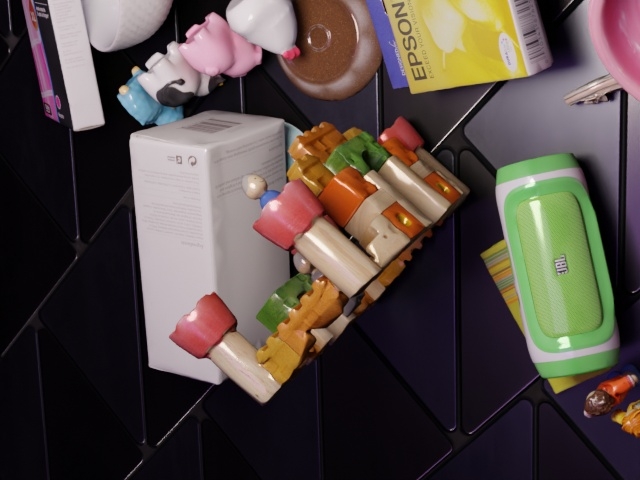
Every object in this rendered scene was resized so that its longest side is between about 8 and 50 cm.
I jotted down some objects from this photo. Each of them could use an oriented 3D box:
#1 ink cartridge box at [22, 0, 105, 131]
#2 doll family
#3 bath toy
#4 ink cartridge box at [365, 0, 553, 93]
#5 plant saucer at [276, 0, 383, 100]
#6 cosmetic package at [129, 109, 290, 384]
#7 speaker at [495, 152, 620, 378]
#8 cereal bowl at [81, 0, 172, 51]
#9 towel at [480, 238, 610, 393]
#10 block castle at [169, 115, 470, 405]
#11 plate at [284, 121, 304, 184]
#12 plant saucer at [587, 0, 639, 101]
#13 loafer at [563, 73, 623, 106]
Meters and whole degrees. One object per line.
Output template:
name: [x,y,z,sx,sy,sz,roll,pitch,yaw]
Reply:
ink cartridge box: [-0.444,-0.377,1.975,0.176,0.069,0.371,27,127,59]
doll family: [0.468,0.184,1.579,0.118,0.163,0.263,46,119,14]
bath toy: [-0.160,-0.285,1.852,0.348,0.151,0.129,-26,117,39]
ink cartridge box: [0.146,-0.358,1.625,0.307,0.072,0.303,-4,111,47]
plant saucer: [0.004,-0.312,1.819,0.199,0.036,0.198,7,103,29]
cosmetic package: [-0.165,0.006,1.862,0.156,0.217,0.385,12,112,30]
speaker: [0.327,0.035,1.635,0.131,0.131,0.296,-14,86,32]
cereal bowl: [-0.312,-0.476,1.868,0.339,0.141,0.339,45,143,48]
towel: [0.329,0.100,1.730,0.102,0.021,0.237,-31,85,35]
block castle: [0.000,0.000,1.649,0.213,0.453,0.303,42,120,7]
plate: [-0.081,-0.102,1.923,0.188,0.024,0.188,8,106,29]
plant saucer: [0.495,-0.264,1.431,0.332,0.084,0.332,23,152,13]
loafer: [0.392,-0.207,1.610,0.125,0.045,0.039,-26,94,29]
